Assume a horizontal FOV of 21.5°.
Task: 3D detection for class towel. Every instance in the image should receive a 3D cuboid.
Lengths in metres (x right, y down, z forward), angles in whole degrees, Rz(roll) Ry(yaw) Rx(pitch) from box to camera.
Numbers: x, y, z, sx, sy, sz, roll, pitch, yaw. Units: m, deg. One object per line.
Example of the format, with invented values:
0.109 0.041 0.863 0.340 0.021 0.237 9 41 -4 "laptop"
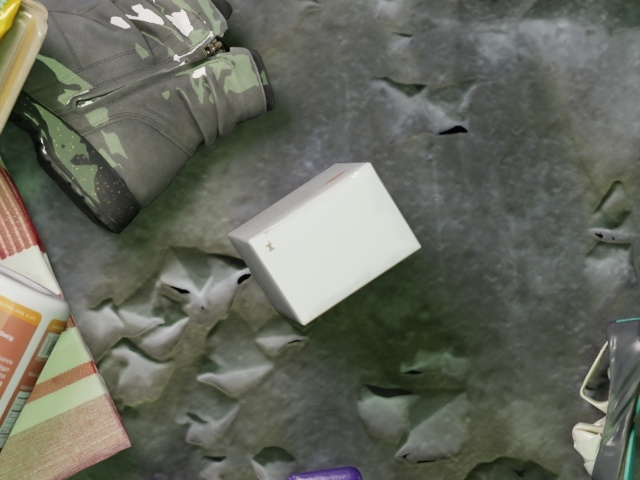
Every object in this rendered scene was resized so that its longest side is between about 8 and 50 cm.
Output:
-0.346 0.093 1.549 0.237 0.037 0.329 -24 95 -6 "towel"

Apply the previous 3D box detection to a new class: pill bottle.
-0.318 0.126 1.474 0.121 0.121 0.216 28 89 -10 "pill bottle"

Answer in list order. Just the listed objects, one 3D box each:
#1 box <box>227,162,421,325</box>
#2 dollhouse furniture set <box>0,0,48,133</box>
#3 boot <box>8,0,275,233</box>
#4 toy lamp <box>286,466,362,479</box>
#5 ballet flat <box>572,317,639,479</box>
0.000 0.000 1.534 0.130 0.170 0.091 -33 98 -6 "box"
-0.374 -0.093 1.392 0.197 0.151 0.301 26 113 -7 "dollhouse furniture set"
-0.216 -0.193 1.532 0.223 0.118 0.338 -44 108 -10 "boot"
0.100 0.264 1.611 0.275 0.080 0.080 8 91 -9 "toy lamp"
0.286 0.172 1.650 0.074 0.074 0.203 9 97 -10 "ballet flat"
